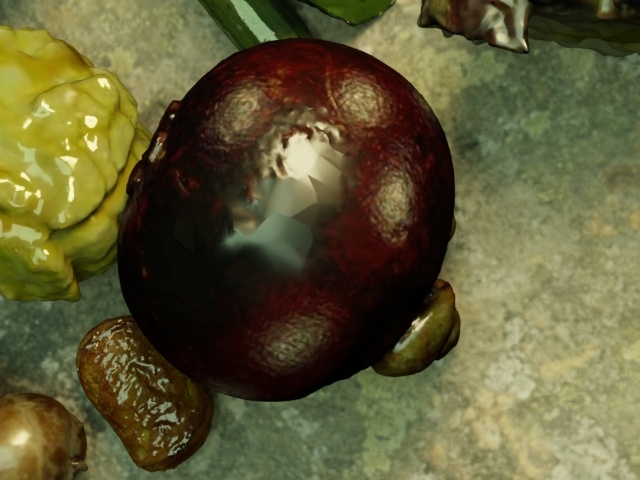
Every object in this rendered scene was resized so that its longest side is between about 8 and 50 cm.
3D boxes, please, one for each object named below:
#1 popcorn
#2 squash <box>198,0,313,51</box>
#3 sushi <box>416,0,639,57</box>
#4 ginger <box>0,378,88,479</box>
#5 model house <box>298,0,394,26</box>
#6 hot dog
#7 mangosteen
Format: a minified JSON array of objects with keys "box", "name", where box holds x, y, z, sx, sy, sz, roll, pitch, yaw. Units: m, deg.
[{"box":[-0.257,-0.066,1.478,0.255,0.195,0.256,-21,83,-23],"name":"popcorn"},{"box":[-0.086,-0.235,1.495,0.066,0.066,0.229,-39,87,13],"name":"squash"},{"box":[0.232,-0.278,1.308,0.281,0.299,0.294,9,96,30],"name":"sushi"},{"box":[-0.388,0.107,1.542,0.256,0.176,0.375,-29,86,-5],"name":"ginger"},{"box":[-0.014,-0.317,1.383,0.154,0.294,0.207,42,102,27],"name":"model house"},{"box":[-0.158,0.136,1.540,0.099,0.065,0.147,-43,74,13],"name":"hot dog"},{"box":[-0.016,-0.006,1.387,0.293,0.297,0.297,42,102,9],"name":"mangosteen"}]
